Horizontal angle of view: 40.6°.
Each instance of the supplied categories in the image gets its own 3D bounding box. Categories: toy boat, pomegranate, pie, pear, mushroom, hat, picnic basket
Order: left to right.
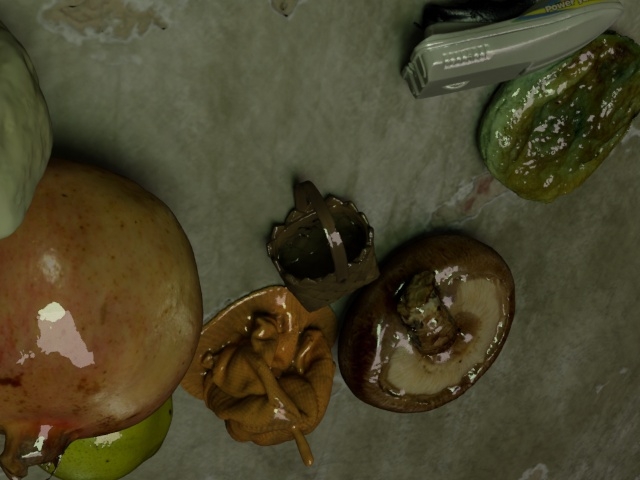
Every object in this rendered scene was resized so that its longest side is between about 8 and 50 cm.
[{"bbox_3d":[-0.281,0.082,0.897,0.338,0.338,0.338,-15,131,-18],"label":"pomegranate"},{"bbox_3d":[-0.290,0.225,1.113,0.198,0.198,0.198,-15,131,-18],"label":"pear"},{"bbox_3d":[-0.047,0.225,1.210,0.244,0.233,0.233,14,119,-34],"label":"hat"},{"bbox_3d":[0.000,0.000,1.126,0.137,0.128,0.178,-28,151,-10],"label":"picnic basket"},{"bbox_3d":[0.154,0.122,1.279,0.297,0.163,0.278,-43,141,-5],"label":"mushroom"},{"bbox_3d":[0.226,-0.260,1.053,0.269,0.141,0.141,-28,133,-5],"label":"toy boat"},{"bbox_3d":[0.348,-0.167,1.219,0.276,0.078,0.277,-14,131,-16],"label":"pie"}]

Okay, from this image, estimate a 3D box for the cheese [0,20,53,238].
[{"bbox_3d":[-0.390,-0.090,0.758,0.317,0.326,0.115,6,140,15],"label":"cheese"}]
